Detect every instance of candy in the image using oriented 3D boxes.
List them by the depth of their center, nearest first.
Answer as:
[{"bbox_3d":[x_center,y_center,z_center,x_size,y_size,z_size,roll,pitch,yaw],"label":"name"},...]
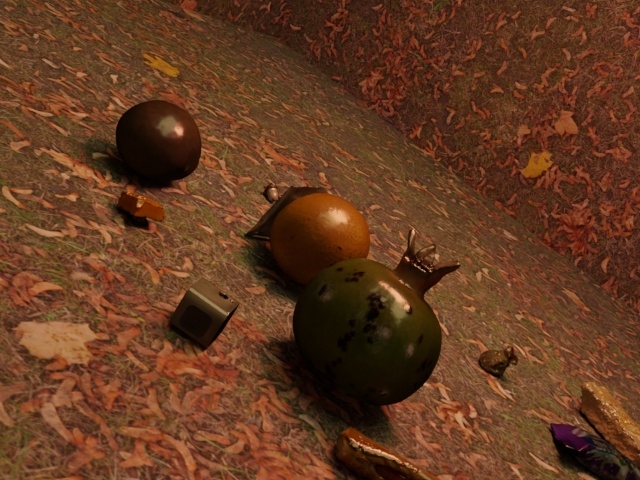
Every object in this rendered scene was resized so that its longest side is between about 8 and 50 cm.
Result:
[{"bbox_3d":[0.655,0.504,1.813,0.275,0.070,0.145,28,12,-7],"label":"candy"}]

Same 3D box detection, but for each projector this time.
[{"bbox_3d":[-0.201,0.125,1.364,0.082,0.083,0.083,34,20,3],"label":"projector"}]

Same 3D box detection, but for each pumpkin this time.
[{"bbox_3d":[-0.366,-0.064,1.604,0.074,0.054,0.083,18,3,-45],"label":"pumpkin"}]

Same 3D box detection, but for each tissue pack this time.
[{"bbox_3d":[-0.078,-0.066,1.844,0.123,0.193,0.026,9,45,-48],"label":"tissue pack"}]

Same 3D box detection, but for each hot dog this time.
[{"bbox_3d":[0.151,0.401,1.285,0.289,0.068,0.083,29,-3,2],"label":"hot dog"}]

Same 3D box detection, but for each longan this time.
[{"bbox_3d":[-0.367,-0.228,1.796,0.198,0.198,0.212,44,22,29],"label":"longan"}]

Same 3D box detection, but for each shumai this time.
[{"bbox_3d":[0.449,0.291,1.970,0.083,0.080,0.082,13,26,-39],"label":"shumai"}]

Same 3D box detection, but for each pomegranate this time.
[{"bbox_3d":[0.105,0.143,1.443,0.291,0.323,0.290,29,29,-17],"label":"pomegranate"}]

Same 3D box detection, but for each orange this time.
[{"bbox_3d":[0.000,0.000,1.766,0.236,0.236,0.236,29,20,-12],"label":"orange"}]

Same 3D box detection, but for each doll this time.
[{"bbox_3d":[-0.115,-0.124,2.148,0.085,0.040,0.058,8,43,-41],"label":"doll"}]

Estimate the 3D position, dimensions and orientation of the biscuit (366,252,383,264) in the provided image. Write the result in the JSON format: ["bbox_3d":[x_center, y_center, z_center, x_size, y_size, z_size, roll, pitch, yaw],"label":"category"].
[{"bbox_3d":[0.126,0.095,2.000,0.188,0.040,0.265,30,21,-8],"label":"biscuit"}]

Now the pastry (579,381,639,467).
[{"bbox_3d":[0.757,0.469,2.008,0.121,0.089,0.258,18,23,-47],"label":"pastry"}]
